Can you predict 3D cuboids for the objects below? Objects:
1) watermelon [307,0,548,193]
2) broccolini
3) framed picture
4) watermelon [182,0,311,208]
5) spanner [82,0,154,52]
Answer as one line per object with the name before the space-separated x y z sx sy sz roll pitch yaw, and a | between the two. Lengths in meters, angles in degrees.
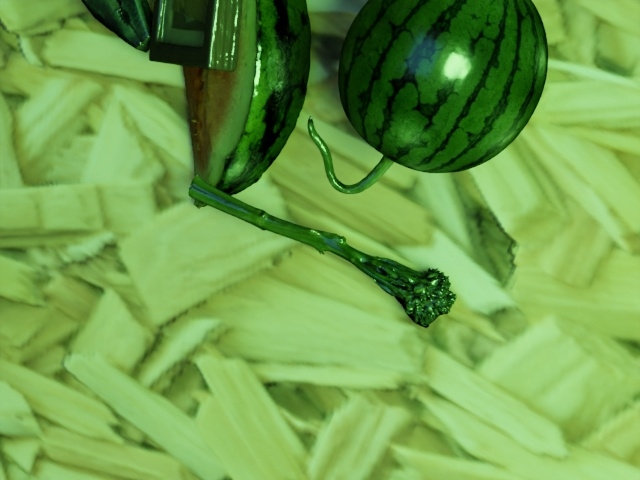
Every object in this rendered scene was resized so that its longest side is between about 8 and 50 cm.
watermelon | 0.073 -0.104 1.329 0.141 0.141 0.187 42 114 22
broccolini | 0.000 0.000 1.398 0.218 0.042 0.044 27 104 13
framed picture | -0.087 -0.212 1.419 0.128 0.023 0.168 17 102 63
watermelon | -0.066 -0.146 1.452 0.119 0.063 0.245 1 91 41
spanner | -0.220 -0.277 1.539 0.095 0.040 0.325 -42 70 21
